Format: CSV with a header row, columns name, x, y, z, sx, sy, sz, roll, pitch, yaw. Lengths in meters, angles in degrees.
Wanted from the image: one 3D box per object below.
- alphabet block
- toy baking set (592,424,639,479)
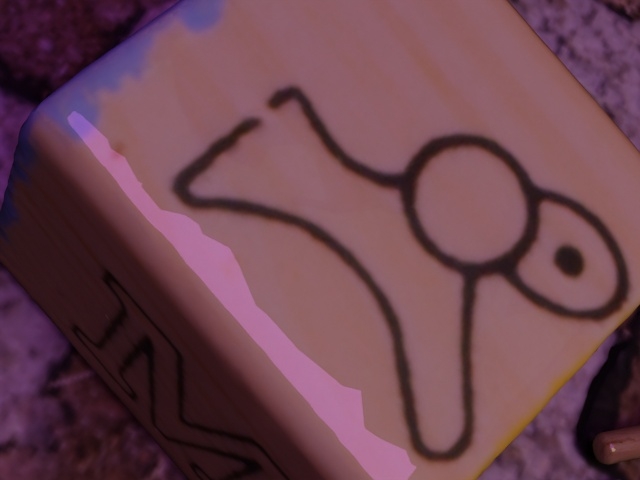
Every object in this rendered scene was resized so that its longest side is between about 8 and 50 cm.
name,x,y,z,sx,sy,sz,roll,pitch,yaw
alphabet block,0.000,0.000,0.520,0.192,0.193,0.197,-40,90,-22
toy baking set,0.215,0.177,0.630,0.256,0.030,0.197,-2,76,-19
